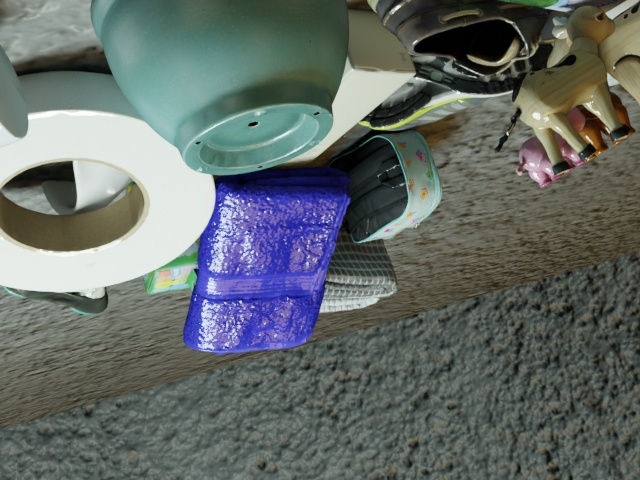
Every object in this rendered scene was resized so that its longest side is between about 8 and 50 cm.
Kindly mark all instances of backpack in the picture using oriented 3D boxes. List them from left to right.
[{"bbox_3d":[0.121,-0.095,1.759,0.144,0.165,0.188,-9,165,-29],"label":"backpack"}]

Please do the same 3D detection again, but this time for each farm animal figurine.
[{"bbox_3d":[0.350,-0.215,1.238,0.327,0.172,0.330,-32,176,17],"label":"farm animal figurine"}]

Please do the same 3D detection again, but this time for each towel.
[{"bbox_3d":[-0.077,0.038,1.581,0.228,0.076,0.308,-6,126,-28],"label":"towel"},{"bbox_3d":[0.000,0.000,1.839,0.121,0.235,0.284,-31,160,34],"label":"towel"}]

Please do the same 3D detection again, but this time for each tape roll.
[{"bbox_3d":[-0.334,-0.065,1.393,0.392,0.072,0.392,-9,146,-6],"label":"tape roll"}]

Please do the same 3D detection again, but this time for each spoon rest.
[{"bbox_3d":[-0.305,-0.102,1.472,0.137,0.084,0.276,0,158,-38],"label":"spoon rest"}]

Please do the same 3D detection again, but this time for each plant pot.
[{"bbox_3d":[-0.093,-0.194,1.180,0.293,0.196,0.293,-14,164,-4],"label":"plant pot"}]

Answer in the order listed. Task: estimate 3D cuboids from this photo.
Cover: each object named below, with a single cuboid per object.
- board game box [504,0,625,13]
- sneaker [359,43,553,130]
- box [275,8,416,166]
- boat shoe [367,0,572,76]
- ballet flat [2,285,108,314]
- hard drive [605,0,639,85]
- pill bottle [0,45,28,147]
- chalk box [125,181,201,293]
[{"bbox_3d":[0.292,-0.352,1.130,0.318,0.065,0.319,1,166,-29],"label":"board game box"},{"bbox_3d":[0.190,-0.234,1.523,0.300,0.111,0.121,-14,174,11],"label":"sneaker"},{"bbox_3d":[-0.002,-0.200,1.427,0.113,0.094,0.275,-4,159,-38],"label":"box"},{"bbox_3d":[0.209,-0.271,1.333,0.355,0.130,0.132,-4,160,-36],"label":"boat shoe"},{"bbox_3d":[-0.453,0.076,1.907,0.096,0.095,0.280,-35,159,17],"label":"ballet flat"},{"bbox_3d":[0.513,-0.342,1.542,0.233,0.047,0.353,-21,163,14],"label":"hard drive"},{"bbox_3d":[-0.482,-0.114,1.093,0.323,0.181,0.181,-18,164,5],"label":"pill bottle"},{"bbox_3d":[-0.222,0.004,1.667,0.132,0.213,0.132,-10,162,-20],"label":"chalk box"}]
